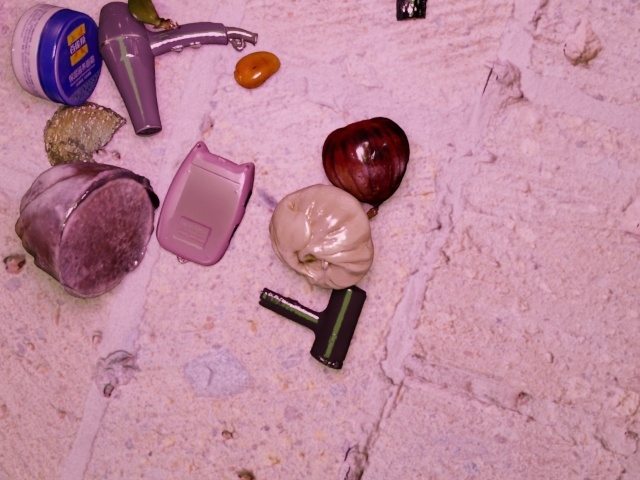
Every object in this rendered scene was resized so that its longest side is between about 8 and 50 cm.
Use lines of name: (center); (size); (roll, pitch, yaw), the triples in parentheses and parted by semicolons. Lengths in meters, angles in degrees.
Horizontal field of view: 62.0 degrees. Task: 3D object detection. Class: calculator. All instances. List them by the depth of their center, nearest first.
calculator: (-0.283, -0.079, 1.285); (0.194, 0.043, 0.294); (23, 94, -2)

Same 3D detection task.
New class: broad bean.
broad bean: (-0.358, -0.580, 1.206); (0.144, 0.049, 0.292); (5, 63, 4)

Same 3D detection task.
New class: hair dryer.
hair dryer: (-0.314, -0.423, 1.235); (0.361, 0.121, 0.301); (-16, 87, -7)
hair dryer: (-0.032, 0.174, 1.286); (0.251, 0.089, 0.197); (21, 94, 5)

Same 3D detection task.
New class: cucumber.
cucumber: (0.218, -0.626, 1.243); (0.078, 0.062, 0.211); (1, 93, -1)

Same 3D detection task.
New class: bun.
bun: (0.000, 0.000, 1.191); (0.259, 0.160, 0.259); (10, 121, 17)

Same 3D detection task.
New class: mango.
mango: (-0.150, -0.404, 1.257); (0.114, 0.060, 0.080); (-22, 79, 3)

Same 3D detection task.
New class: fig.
fig: (0.118, -0.150, 1.219); (0.203, 0.186, 0.250); (-22, 101, -17)

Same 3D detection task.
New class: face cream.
face cream: (-0.583, -0.411, 1.182); (0.111, 0.206, 0.206); (14, 93, 0)

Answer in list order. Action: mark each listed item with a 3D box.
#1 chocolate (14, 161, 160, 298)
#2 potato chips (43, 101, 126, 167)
chocolate: (-0.541, -0.046, 1.188); (0.213, 0.303, 0.303); (23, 93, 15)
potato chips: (-0.569, -0.225, 1.286); (0.202, 0.029, 0.220); (2, 91, 0)
